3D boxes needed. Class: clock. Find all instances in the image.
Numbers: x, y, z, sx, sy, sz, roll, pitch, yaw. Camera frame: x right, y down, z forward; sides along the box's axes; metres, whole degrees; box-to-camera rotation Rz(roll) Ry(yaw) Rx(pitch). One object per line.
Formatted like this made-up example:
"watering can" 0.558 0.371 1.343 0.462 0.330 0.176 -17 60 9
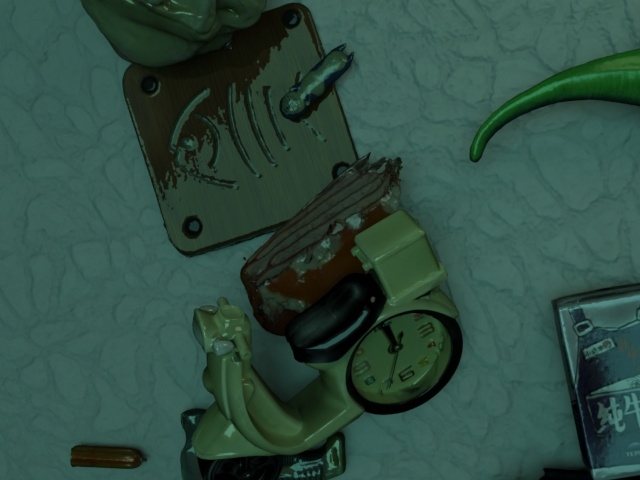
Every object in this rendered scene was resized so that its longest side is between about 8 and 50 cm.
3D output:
"clock" -0.010 0.145 1.069 0.379 0.120 0.276 -29 123 -7

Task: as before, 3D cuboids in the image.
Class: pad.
"pad" -0.108 -0.147 1.188 0.284 0.018 0.287 -18 88 9

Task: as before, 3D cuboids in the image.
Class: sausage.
"sausage" -0.294 0.304 1.225 0.107 0.031 0.031 -1 92 8

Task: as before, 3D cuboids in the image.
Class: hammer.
"hammer" -0.077 0.304 1.187 0.226 0.041 0.159 -5 92 9

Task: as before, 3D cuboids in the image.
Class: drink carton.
"drink carton" 0.376 0.170 1.086 0.134 0.102 0.222 -12 89 11

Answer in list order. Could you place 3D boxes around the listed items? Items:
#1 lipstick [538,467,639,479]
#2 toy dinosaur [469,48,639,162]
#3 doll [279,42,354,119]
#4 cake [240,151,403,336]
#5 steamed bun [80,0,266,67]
"lipstick" 0.483 0.340 1.087 0.418 0.077 0.077 5 93 8
"toy dinosaur" 0.477 -0.133 1.066 0.500 0.144 0.374 -38 99 11
"doll" -0.005 -0.208 1.146 0.125 0.027 0.037 -45 78 7
"cake" 0.002 0.002 1.113 0.135 0.098 0.287 28 100 -26
"steamed bun" -0.188 -0.383 1.093 0.275 0.206 0.320 19 88 11
